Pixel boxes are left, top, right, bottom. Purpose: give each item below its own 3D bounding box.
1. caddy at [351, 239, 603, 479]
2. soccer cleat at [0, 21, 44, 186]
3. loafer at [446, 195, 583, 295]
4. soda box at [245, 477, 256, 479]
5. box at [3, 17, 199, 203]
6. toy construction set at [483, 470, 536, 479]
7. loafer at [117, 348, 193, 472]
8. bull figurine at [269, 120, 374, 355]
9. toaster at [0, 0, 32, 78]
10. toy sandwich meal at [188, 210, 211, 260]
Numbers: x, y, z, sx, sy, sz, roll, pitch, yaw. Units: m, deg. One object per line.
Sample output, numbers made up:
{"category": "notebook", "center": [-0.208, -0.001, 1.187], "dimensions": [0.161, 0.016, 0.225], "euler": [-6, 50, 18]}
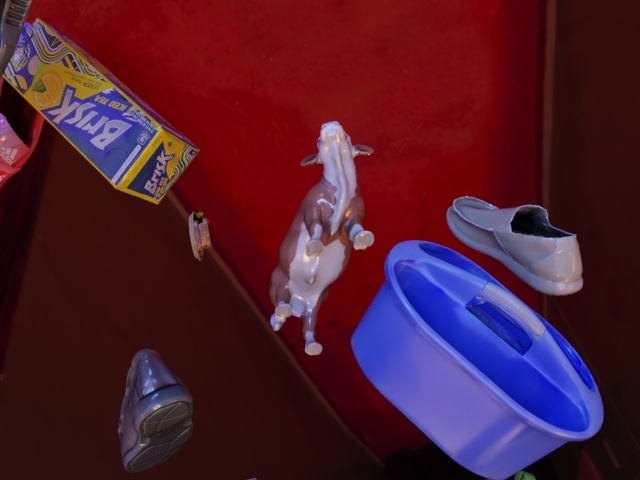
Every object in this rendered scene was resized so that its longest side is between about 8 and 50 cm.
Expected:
{"category": "caddy", "center": [0.213, 0.142, 0.764], "dimensions": [0.241, 0.341, 0.179], "euler": [-31, 158, -55]}
{"category": "soccer cleat", "center": [-0.331, -0.066, 0.499], "dimensions": [0.116, 0.318, 0.108], "euler": [16, 161, 12]}
{"category": "loafer", "center": [0.297, -0.016, 0.861], "dimensions": [0.102, 0.268, 0.092], "euler": [-7, 119, -26]}
{"category": "soda box", "center": [-0.135, 0.374, 0.747], "dimensions": [0.063, 0.058, 0.183], "euler": [-2, 146, -31]}
{"category": "box", "center": [-0.179, -0.104, 0.450], "dimensions": [0.059, 0.169, 0.054], "euler": [-51, 159, 5]}
{"category": "toy construction set", "center": [0.242, 0.570, 1.104], "dimensions": [0.237, 0.257, 0.309], "euler": [21, 153, -16]}
{"category": "loafer", "center": [-0.225, 0.232, 0.758], "dimensions": [0.096, 0.084, 0.267], "euler": [-15, 151, -31]}
{"category": "bull figurine", "center": [0.000, 0.000, 0.774], "dimensions": [0.101, 0.188, 0.310], "euler": [13, 118, -8]}
{"category": "toaster", "center": [-0.251, -0.187, 0.323], "dimensions": [0.129, 0.146, 0.227], "euler": [-1, 121, -56]}
{"category": "toy sandwich meal", "center": [-0.181, -0.009, 0.862], "dimensions": [0.029, 0.085, 0.085], "euler": [-8, 137, -5]}
